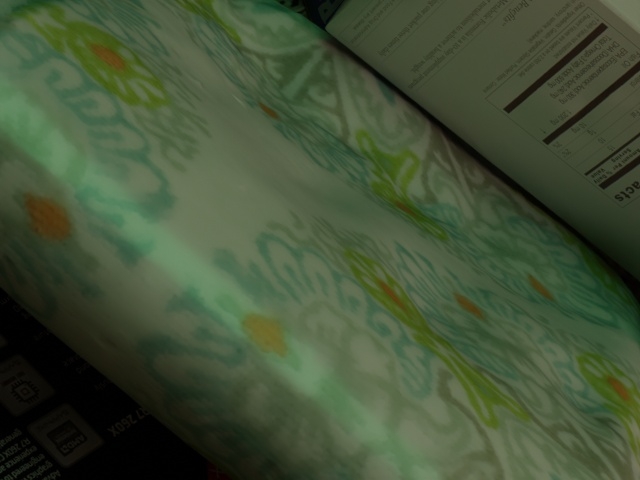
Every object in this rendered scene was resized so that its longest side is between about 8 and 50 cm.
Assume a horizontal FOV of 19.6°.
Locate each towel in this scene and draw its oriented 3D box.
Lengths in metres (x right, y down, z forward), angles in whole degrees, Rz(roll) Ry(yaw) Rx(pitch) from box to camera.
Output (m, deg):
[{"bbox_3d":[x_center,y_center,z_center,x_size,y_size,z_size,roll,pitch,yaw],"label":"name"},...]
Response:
[{"bbox_3d":[0.000,0.000,0.769,0.320,0.090,0.374,38,17,1],"label":"towel"}]

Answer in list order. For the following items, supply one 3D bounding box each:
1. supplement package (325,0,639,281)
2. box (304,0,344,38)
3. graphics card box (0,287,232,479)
[{"bbox_3d":[0.153,-0.096,0.883,0.244,0.134,0.139,39,55,-7],"label":"supplement package"},{"bbox_3d":[0.018,-0.171,1.081,0.054,0.059,0.169,2,49,-24],"label":"box"},{"bbox_3d":[-0.193,0.025,0.755,0.371,0.094,0.233,43,43,14],"label":"graphics card box"}]
